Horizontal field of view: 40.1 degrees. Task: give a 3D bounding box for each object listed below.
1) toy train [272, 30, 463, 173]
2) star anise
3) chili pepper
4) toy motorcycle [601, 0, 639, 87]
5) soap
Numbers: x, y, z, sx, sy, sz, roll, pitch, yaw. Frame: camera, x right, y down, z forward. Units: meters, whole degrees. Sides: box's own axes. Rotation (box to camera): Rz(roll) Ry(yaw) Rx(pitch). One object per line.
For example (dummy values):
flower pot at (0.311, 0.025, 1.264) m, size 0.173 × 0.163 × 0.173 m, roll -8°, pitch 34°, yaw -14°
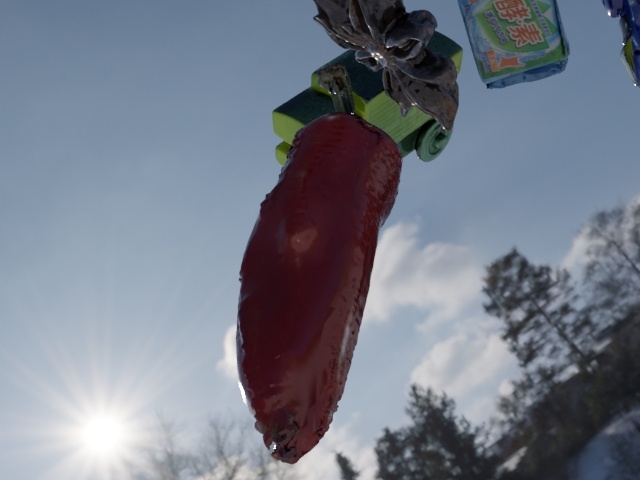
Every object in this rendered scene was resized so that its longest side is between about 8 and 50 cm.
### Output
toy train at (0.092, -0.219, 1.593) m, size 0.442 × 0.179 × 0.272 m, roll -37°, pitch -35°, yaw -29°
star anise at (0.068, -0.232, 0.986) m, size 0.081 × 0.262 × 0.230 m, roll -48°, pitch 13°, yaw 0°
chili pepper at (0.000, 0.000, 0.692) m, size 0.110 × 0.387 × 0.110 m, roll 8°, pitch -43°, yaw 8°
toy motorcycle at (0.506, -0.397, 1.418) m, size 0.169 × 0.315 × 0.113 m, roll -15°, pitch -19°, yaw 5°
soap at (0.304, -0.368, 1.408) m, size 0.156 × 0.077 × 0.293 m, roll -13°, pitch -39°, yaw 19°
